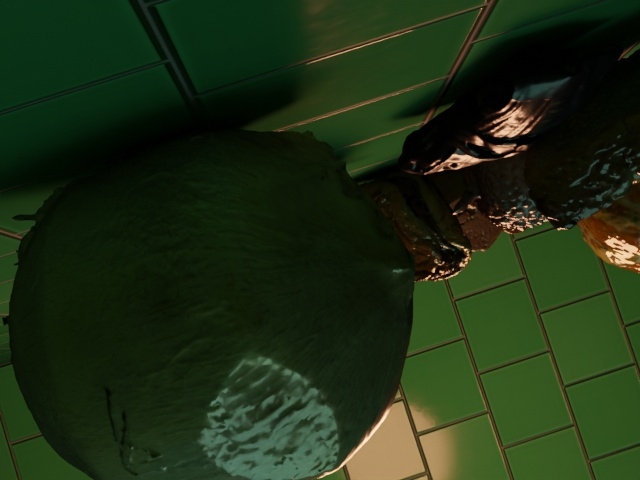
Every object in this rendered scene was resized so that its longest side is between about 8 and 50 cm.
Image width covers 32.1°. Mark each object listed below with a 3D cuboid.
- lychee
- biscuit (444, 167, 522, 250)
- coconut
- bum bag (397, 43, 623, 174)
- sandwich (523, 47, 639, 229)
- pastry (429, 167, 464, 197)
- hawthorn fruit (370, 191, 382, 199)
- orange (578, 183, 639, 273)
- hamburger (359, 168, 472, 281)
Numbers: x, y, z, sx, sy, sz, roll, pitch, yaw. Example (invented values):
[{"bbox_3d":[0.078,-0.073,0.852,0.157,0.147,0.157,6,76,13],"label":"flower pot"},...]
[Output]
[{"bbox_3d":[0.252,-0.094,1.458,0.197,0.165,0.165,-21,176,-10],"label":"lychee"},{"bbox_3d":[0.307,-0.092,1.815,0.249,0.035,0.184,-42,128,5],"label":"biscuit"},{"bbox_3d":[-0.079,0.064,1.027,0.360,0.346,0.346,-13,177,17],"label":"coconut"},{"bbox_3d":[0.201,-0.137,1.213,0.144,0.095,0.340,-17,173,-20],"label":"bum bag"},{"bbox_3d":[0.364,-0.151,1.236,0.288,0.099,0.254,-30,-165,34],"label":"sandwich"},{"bbox_3d":[0.174,-0.043,1.990,0.330,0.136,0.329,-19,176,-1],"label":"pastry"},{"bbox_3d":[0.000,0.000,1.498,0.210,0.210,0.262,-22,-174,40],"label":"hawthorn fruit"},{"bbox_3d":[0.545,-0.104,1.767,0.329,0.249,0.329,-37,147,-29],"label":"orange"},{"bbox_3d":[0.141,-0.025,1.772,0.183,0.206,0.130,-22,-157,51],"label":"hamburger"}]
